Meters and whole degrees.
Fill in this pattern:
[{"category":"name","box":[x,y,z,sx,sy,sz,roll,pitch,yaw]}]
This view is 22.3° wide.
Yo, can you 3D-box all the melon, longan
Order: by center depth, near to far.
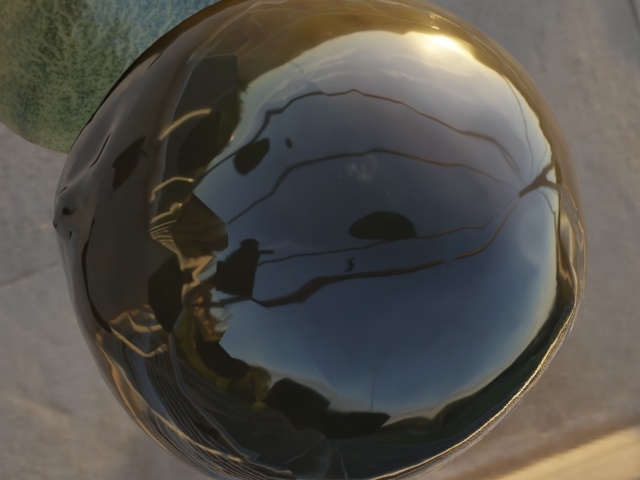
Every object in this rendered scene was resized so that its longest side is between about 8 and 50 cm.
[{"category":"longan","box":[0.000,0.000,0.595,0.196,0.220,0.196,0,90,-6]},{"category":"melon","box":[-0.117,-0.208,1.061,0.248,0.248,0.329,9,118,-37]}]
